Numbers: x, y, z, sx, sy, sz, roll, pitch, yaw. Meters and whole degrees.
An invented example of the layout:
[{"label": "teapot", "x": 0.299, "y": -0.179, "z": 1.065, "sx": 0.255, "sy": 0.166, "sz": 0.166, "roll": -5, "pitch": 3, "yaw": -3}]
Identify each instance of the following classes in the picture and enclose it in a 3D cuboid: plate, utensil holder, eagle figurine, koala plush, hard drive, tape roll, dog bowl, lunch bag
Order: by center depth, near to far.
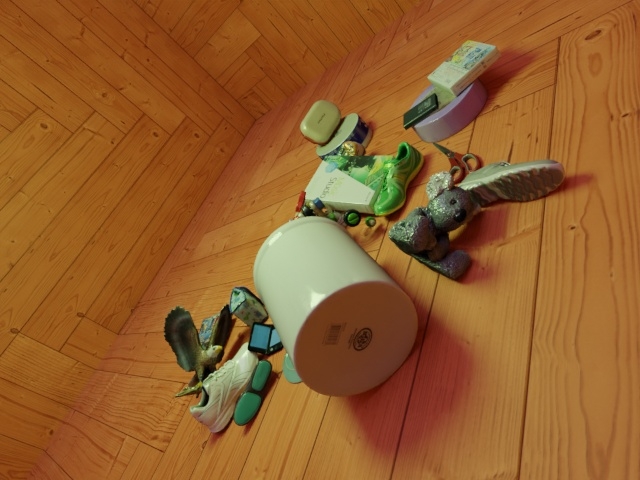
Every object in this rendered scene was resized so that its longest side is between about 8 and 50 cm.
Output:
[{"label": "koala plush", "x": 0.302, "y": -0.052, "z": 1.080, "sx": 0.221, "sy": 0.196, "sz": 0.203, "roll": -54, "pitch": 18, "yaw": -2}, {"label": "utensil holder", "x": 0.024, "y": 0.153, "z": 1.086, "sx": 0.328, "sy": 0.327, "sz": 0.385, "roll": -48, "pitch": 30, "yaw": 3}, {"label": "plate", "x": -0.055, "y": 0.339, "z": 1.277, "sx": 0.188, "sy": 0.024, "sz": 0.188, "roll": -36, "pitch": 31, "yaw": 26}, {"label": "hard drive", "x": 0.355, "y": -0.459, "z": 1.496, "sx": 0.135, "sy": 0.022, "sz": 0.094, "roll": -29, "pitch": 34, "yaw": 34}, {"label": "eagle figurine", "x": -0.412, "y": 0.388, "z": 1.500, "sx": 0.225, "sy": 0.226, "sz": 0.299, "roll": -21, "pitch": 65, "yaw": 8}, {"label": "tape roll", "x": 0.449, "y": -0.484, "z": 1.510, "sx": 0.274, "sy": 0.090, "sz": 0.275, "roll": -35, "pitch": 31, "yaw": 25}, {"label": "lunch bag", "x": -0.277, "y": 0.247, "z": 1.604, "sx": 0.096, "sy": 0.129, "sz": 0.151, "roll": -44, "pitch": 25, "yaw": -2}, {"label": "dog bowl", "x": 0.108, "y": -0.461, "z": 1.965, "sx": 0.264, "sy": 0.104, "sz": 0.265, "roll": -36, "pitch": 30, "yaw": 24}]

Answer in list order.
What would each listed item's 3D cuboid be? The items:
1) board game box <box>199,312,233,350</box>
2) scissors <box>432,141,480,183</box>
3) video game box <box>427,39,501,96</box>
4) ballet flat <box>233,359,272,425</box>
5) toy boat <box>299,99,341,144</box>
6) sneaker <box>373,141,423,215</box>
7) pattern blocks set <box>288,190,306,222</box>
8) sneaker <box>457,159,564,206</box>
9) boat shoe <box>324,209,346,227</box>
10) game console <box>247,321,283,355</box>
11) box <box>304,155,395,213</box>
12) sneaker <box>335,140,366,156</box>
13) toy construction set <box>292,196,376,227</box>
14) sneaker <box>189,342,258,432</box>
[{"label": "board game box", "x": -0.444, "y": 0.400, "z": 1.732, "sx": 0.194, "sy": 0.060, "sz": 0.194, "roll": -25, "pitch": 37, "yaw": 38}, {"label": "scissors", "x": 0.433, "y": -0.276, "z": 1.352, "sx": 0.109, "sy": 0.021, "sz": 0.297, "roll": -37, "pitch": 28, "yaw": 27}, {"label": "video game box", "x": 0.488, "y": -0.597, "z": 1.450, "sx": 0.187, "sy": 0.048, "sz": 0.205, "roll": -43, "pitch": 28, "yaw": 16}, {"label": "ballet flat", "x": -0.205, "y": 0.467, "z": 1.299, "sx": 0.074, "sy": 0.074, "sz": 0.203, "roll": -3, "pitch": 58, "yaw": 54}, {"label": "toy boat", "x": 0.000, "y": -0.546, "z": 2.001, "sx": 0.231, "sy": 0.150, "sz": 0.151, "roll": -59, "pitch": 0, "yaw": -18}, {"label": "sneaker", "x": 0.243, "y": -0.208, "z": 1.424, "sx": 0.109, "sy": 0.123, "sz": 0.296, "roll": -3, "pitch": 52, "yaw": 54}, {"label": "pattern blocks set", "x": -0.107, "y": -0.007, "z": 1.598, "sx": 0.325, "sy": 0.026, "sz": 0.286, "roll": 104, "pitch": -175, "yaw": -63}, {"label": "sneaker", "x": 0.468, "y": -0.167, "z": 1.063, "sx": 0.281, "sy": 0.105, "sz": 0.115, "roll": -6, "pitch": 50, "yaw": 54}, {"label": "boat shoe", "x": 0.047, "y": -0.081, "z": 1.593, "sx": 0.258, "sy": 0.084, "sz": 0.095, "roll": -46, "pitch": 27, "yaw": 6}, {"label": "game console", "x": -0.180, "y": 0.320, "z": 1.432, "sx": 0.107, "sy": 0.071, "sz": 0.122, "roll": -33, "pitch": 32, "yaw": 29}, {"label": "box", "x": 0.103, "y": -0.218, "z": 1.573, "sx": 0.321, "sy": 0.058, "sz": 0.233, "roll": 10, "pitch": 61, "yaw": 38}, {"label": "sneaker", "x": 0.095, "y": -0.280, "z": 1.780, "sx": 0.112, "sy": 0.130, "sz": 0.296, "roll": 50, "pitch": 122, "yaw": 20}, {"label": "toy construction set", "x": 0.000, "y": 0.000, "z": 1.470, "sx": 0.309, "sy": 0.257, "sz": 0.237, "roll": -63, "pitch": 10, "yaw": 6}, {"label": "sneaker", "x": -0.306, "y": 0.464, "z": 1.373, "sx": 0.111, "sy": 0.129, "sz": 0.297, "roll": -11, "pitch": 44, "yaw": 53}]
